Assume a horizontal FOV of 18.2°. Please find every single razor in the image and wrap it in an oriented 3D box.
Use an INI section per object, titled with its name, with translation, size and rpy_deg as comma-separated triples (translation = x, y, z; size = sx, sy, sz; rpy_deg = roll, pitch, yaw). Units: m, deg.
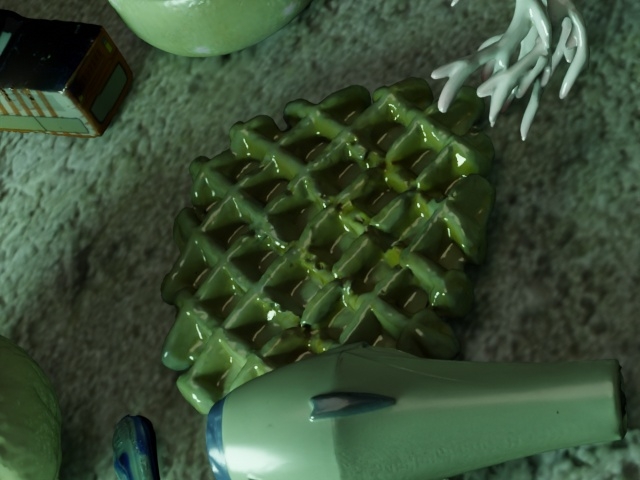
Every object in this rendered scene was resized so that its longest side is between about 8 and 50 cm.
[razor]
translation = -0.110, 0.238, 1.471
size = 0.093, 0.056, 0.324
rpy_deg = -43, 43, 15

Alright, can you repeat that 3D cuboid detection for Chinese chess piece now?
[Chinese chess piece]
translation = -0.094, -0.276, 1.822
size = 0.237, 0.092, 0.238
rpy_deg = -16, 52, 21

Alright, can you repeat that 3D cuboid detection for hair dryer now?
[hair dryer]
translation = 0.091, 0.184, 1.390
size = 0.296, 0.119, 0.298
rpy_deg = -27, 64, 6

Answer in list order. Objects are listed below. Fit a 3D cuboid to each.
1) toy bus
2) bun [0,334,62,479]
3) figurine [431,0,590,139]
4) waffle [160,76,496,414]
[toy bus]
translation = -0.364, -0.161, 1.895
size = 0.408, 0.092, 0.093
rpy_deg = 6, 59, 34
[bun]
translation = -0.286, 0.165, 1.572
size = 0.244, 0.153, 0.244
rpy_deg = -23, 56, 38
[figurine]
translation = 0.227, -0.213, 1.470
size = 0.315, 0.206, 0.284
rpy_deg = 9, 101, 20
[waffle]
translation = 0.000, 0.000, 1.587
size = 0.291, 0.056, 0.309
rpy_deg = -10, 54, 24
